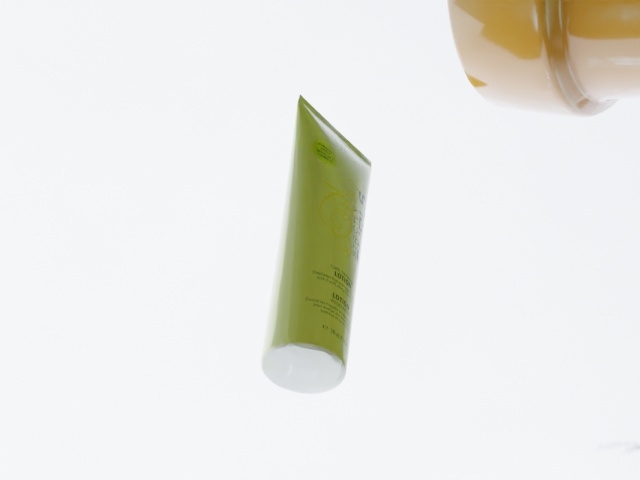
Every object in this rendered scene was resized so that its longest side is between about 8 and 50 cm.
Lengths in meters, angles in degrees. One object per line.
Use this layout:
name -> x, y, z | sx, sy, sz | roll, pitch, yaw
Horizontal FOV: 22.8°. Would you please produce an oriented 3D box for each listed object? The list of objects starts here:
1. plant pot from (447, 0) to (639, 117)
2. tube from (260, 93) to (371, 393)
plant pot -> 0.196, -0.159, 0.845 | 0.188, 0.205, 0.205 | 13, -141, 30
tube -> 0.000, 0.000, 1.177 | 0.062, 0.070, 0.240 | 6, -132, 2
